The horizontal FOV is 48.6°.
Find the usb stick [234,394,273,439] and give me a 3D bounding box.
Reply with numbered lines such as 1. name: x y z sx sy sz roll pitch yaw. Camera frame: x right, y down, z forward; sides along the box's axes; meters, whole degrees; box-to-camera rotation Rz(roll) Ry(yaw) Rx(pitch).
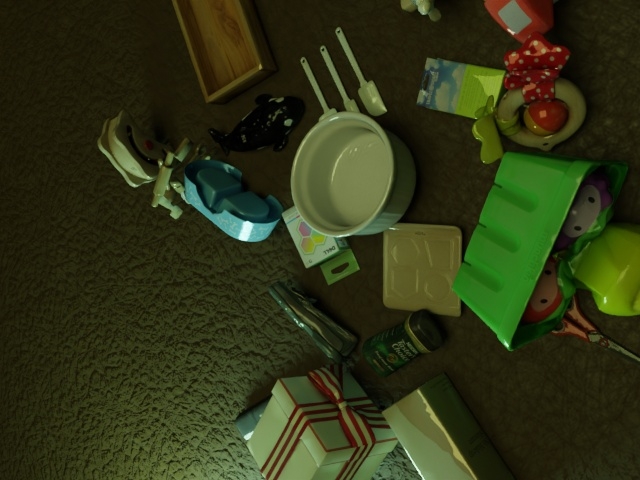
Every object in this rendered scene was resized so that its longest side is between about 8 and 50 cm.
1. usb stick: -0.123 0.449 1.877 0.278 0.045 0.077 -36 75 31

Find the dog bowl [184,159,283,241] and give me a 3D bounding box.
1. dog bowl: -0.232 -0.101 1.821 0.297 0.166 0.074 37 126 25

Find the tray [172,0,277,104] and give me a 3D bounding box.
1. tray: -0.266 -0.583 1.833 0.203 0.076 0.410 -23 84 33

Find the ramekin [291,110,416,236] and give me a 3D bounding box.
1. ramekin: 0.080 -0.140 1.593 0.277 0.135 0.277 -5 82 37

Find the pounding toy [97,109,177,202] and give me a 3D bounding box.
1. pounding toy: -0.462 -0.243 1.944 0.155 0.154 0.269 -20 118 34

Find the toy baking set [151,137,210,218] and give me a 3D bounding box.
1. toy baking set: -0.368 -0.155 1.878 0.030 0.197 0.256 34 112 20

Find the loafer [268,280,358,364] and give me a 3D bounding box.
1. loafer: -0.017 0.190 1.765 0.084 0.096 0.267 -42 71 -9

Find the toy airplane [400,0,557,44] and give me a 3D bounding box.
1. toy airplane: 0.303 -0.592 1.326 0.384 0.273 0.385 36 128 44

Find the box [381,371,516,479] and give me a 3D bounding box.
1. box: 0.288 0.463 1.546 0.121 0.148 0.311 -42 74 30

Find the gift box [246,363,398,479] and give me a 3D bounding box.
1. gift box: 0.015 0.452 1.671 0.255 0.277 0.258 46 123 36

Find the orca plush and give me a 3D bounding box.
1. orca plush: -0.182 -0.294 1.792 0.287 0.102 0.151 -2 94 34

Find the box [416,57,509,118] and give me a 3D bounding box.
1. box: 0.301 -0.320 1.502 0.178 0.042 0.108 20 106 31

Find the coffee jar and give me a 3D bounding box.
1. coffee jar: 0.190 0.233 1.615 0.184 0.079 0.096 -37 98 31

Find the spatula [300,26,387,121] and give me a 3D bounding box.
1. spatula: 0.042 -0.367 1.685 0.168 0.019 0.241 -31 78 33

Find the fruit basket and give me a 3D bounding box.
1. fruit basket: 0.481 0.035 1.291 0.392 0.283 0.391 5 98 39

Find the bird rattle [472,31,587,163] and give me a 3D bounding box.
1. bird rattle: 0.407 -0.262 1.354 0.143 0.207 0.253 -89 23 -45

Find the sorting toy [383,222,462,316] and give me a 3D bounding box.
1. sorting toy: 0.231 0.063 1.603 0.193 0.038 0.208 4 102 34

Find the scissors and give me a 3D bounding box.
1. scissors: 0.546 0.200 1.418 0.297 0.021 0.109 46 115 20

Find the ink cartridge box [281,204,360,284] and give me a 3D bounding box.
1. ink cartridge box: 0.000 0.000 1.730 0.109 0.062 0.209 -30 80 32
